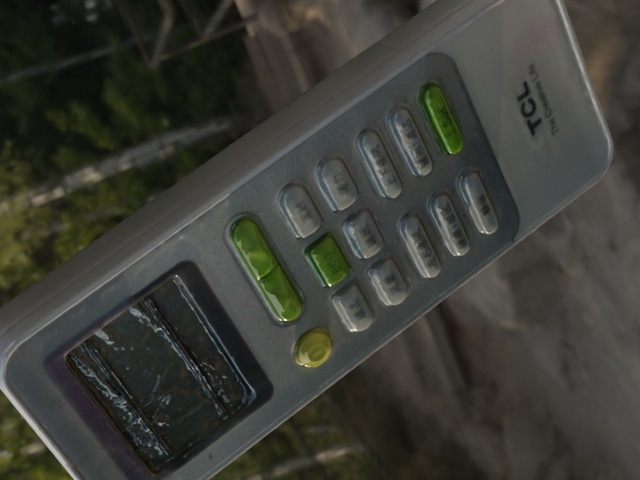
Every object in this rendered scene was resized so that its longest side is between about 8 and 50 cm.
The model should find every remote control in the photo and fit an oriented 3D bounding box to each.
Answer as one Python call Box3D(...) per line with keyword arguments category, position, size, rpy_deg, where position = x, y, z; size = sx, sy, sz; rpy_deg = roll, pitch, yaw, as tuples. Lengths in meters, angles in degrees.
Box3D(category="remote control", position=(0.000, 0.000, 0.477), size=(0.034, 0.250, 0.103), rpy_deg=(39, 160, 54))
